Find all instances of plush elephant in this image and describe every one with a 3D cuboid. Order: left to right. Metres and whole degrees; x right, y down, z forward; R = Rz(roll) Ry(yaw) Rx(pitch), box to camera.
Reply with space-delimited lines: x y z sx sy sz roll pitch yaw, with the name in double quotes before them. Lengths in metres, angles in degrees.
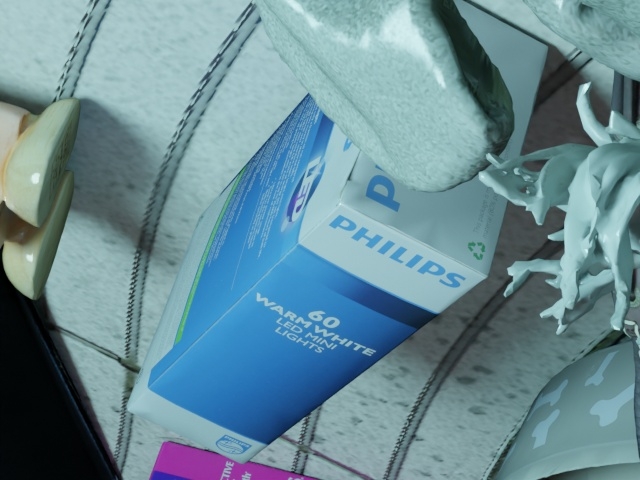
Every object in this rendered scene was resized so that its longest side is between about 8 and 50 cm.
"plush elephant" 0.063 -0.142 0.507 0.255 0.330 0.272 27 157 25

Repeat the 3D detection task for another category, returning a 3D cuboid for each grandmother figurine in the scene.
"grandmother figurine" -0.303 -0.073 0.923 0.342 0.104 0.207 15 133 0

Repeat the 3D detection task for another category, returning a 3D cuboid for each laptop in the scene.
"laptop" -0.395 0.064 1.240 0.408 0.236 0.382 36 157 27

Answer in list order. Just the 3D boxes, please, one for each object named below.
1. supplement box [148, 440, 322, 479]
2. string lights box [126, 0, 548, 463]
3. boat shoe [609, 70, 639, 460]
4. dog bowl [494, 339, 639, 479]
"supplement box" -0.023 0.237 1.240 0.220 0.111 0.114 12 147 8
"string lights box" 0.000 0.000 0.850 0.077 0.133 0.260 27 147 -14
"boat shoe" 0.161 -0.015 0.748 0.092 0.103 0.285 21 130 31
"dog bowl" 0.262 0.175 1.018 0.349 0.102 0.348 12 147 8
